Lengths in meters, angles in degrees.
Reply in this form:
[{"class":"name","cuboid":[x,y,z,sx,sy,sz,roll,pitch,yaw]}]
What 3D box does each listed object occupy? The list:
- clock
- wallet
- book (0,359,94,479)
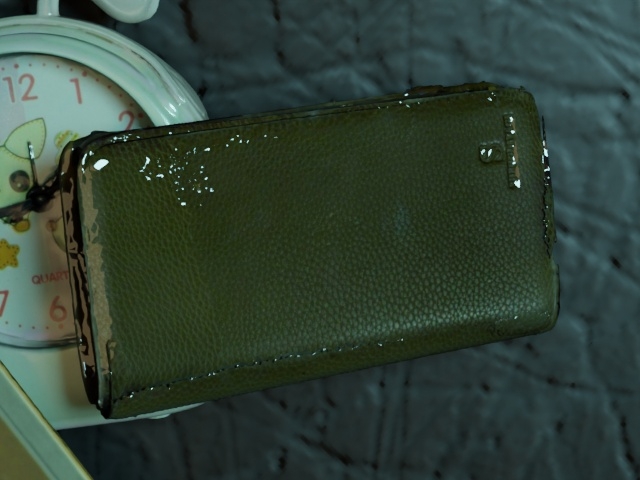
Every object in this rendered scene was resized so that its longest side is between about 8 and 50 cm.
[{"class":"clock","cuboid":[-0.112,-0.019,0.759,0.151,0.062,0.191,-7,97,5]},{"class":"wallet","cuboid":[0.000,0.000,0.727,0.198,0.031,0.110,-9,97,-23]},{"class":"book","cuboid":[-0.140,0.174,0.752,0.170,0.018,0.241,-37,113,-7]}]
